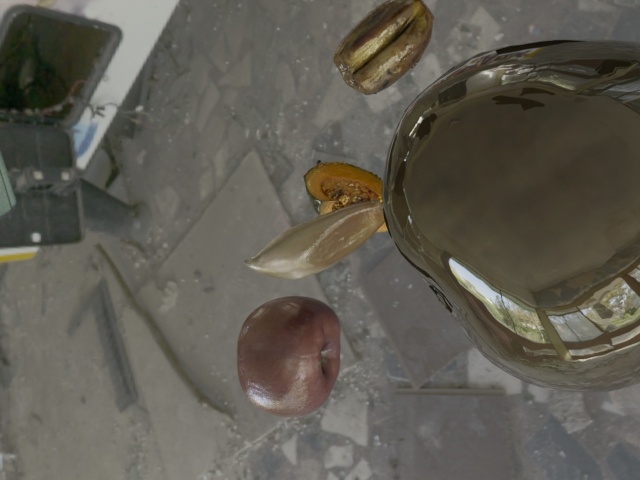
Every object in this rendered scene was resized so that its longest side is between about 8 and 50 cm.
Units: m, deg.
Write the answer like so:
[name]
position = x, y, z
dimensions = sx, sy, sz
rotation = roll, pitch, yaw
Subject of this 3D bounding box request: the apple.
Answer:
[apple]
position = -0.079, 0.283, 1.563
dimensions = 0.234, 0.305, 0.306
rotation = 5, 90, 22

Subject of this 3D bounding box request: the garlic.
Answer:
[garlic]
position = 0.000, 0.004, 1.334
dimensions = 0.318, 0.143, 0.112
rotation = -31, 68, -5

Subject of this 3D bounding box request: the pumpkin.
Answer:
[pumpkin]
position = 0.089, -0.108, 1.520
dimensions = 0.111, 0.278, 0.163
rotation = 102, 163, -44

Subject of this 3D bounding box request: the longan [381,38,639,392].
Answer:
[longan]
position = 0.167, -0.013, 0.429
dimensions = 0.246, 0.215, 0.246
rotation = 11, 107, 38

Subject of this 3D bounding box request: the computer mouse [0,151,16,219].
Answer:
[computer mouse]
position = -0.583, -0.161, 0.912
dimensions = 0.122, 0.188, 0.371
rotation = -34, 81, 52

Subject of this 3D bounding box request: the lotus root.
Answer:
[lotus root]
position = 0.180, -0.522, 1.669
dimensions = 0.291, 0.193, 0.193
rotation = -43, 56, 6
